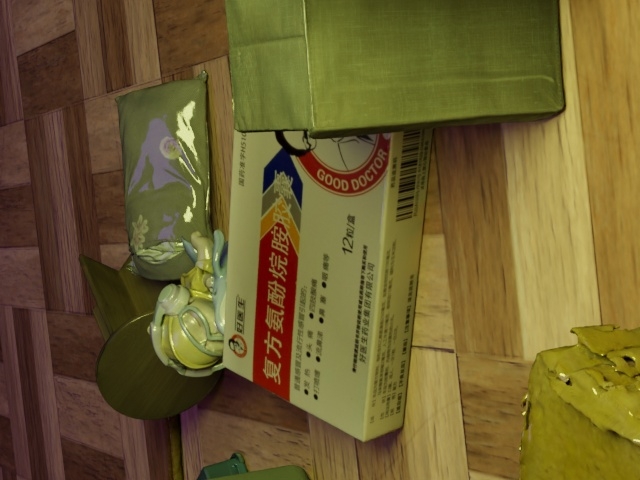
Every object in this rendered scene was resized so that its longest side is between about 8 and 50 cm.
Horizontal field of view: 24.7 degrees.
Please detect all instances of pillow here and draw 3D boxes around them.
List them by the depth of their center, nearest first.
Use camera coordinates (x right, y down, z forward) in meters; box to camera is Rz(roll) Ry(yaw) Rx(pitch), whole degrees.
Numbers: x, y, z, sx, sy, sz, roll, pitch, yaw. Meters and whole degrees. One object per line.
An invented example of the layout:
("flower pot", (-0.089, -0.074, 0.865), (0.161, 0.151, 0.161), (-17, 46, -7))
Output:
("pillow", (-0.198, -0.076, 1.825), (0.169, 0.059, 0.255), (-7, 87, 37))

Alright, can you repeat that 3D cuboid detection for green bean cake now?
("green bean cake", (0.240, 0.190, 1.020), (0.224, 0.131, 0.229), (-144, 49, -58))

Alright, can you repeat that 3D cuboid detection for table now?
("table", (-0.236, 0.100, 1.914), (0.226, 0.167, 0.167), (-125, 37, -52))

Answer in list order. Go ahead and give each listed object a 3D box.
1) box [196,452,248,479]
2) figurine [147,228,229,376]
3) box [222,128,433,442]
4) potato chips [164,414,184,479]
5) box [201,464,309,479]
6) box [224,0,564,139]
("box", (-0.126, 0.321, 1.850), (0.099, 0.054, 0.074), (-61, 42, 50))
("figurine", (-0.116, 0.063, 1.659), (0.184, 0.128, 0.208), (-47, 19, 4))
("box", (0.000, 0.000, 1.452), (0.214, 0.069, 0.353), (23, 116, 40))
("potato chips", (-0.206, 0.314, 2.033), (0.026, 0.037, 0.204), (6, 97, 52))
("box", (-0.117, 0.437, 1.541), (0.344, 0.352, 0.177), (63, 147, 37))
("box", (0.058, -0.164, 1.175), (0.149, 0.231, 0.155), (7, 104, 63))
